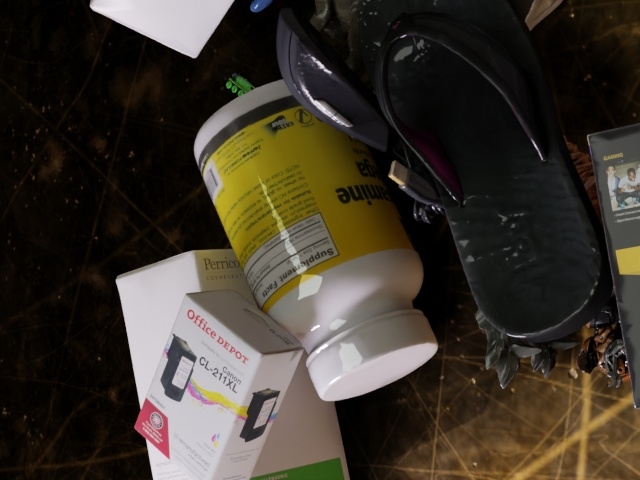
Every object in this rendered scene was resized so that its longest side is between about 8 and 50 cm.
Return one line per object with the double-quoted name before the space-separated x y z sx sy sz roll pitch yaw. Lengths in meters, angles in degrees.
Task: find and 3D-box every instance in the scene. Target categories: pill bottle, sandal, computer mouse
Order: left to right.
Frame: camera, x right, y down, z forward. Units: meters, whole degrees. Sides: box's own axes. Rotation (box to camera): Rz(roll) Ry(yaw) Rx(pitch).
"pill bottle" 0.000 0.000 1.438 0.188 0.188 0.334 -39 67 37
"computer mouse" 0.036 -0.116 1.328 0.060 0.262 0.184 -38 35 13
"sandal" 0.142 -0.116 1.217 0.167 0.107 0.445 -37 57 22

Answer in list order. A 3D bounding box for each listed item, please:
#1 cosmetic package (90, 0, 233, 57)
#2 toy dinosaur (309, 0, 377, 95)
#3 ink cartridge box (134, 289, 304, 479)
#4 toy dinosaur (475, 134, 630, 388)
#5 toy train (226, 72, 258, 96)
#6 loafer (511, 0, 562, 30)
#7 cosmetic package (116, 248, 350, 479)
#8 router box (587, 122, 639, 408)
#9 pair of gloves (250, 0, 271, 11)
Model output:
"cosmetic package" -0.120 -0.434 1.504 0.385 0.156 0.217 -50 30 35
"toy dinosaur" 0.063 -0.255 1.415 0.313 0.121 0.160 54 131 31
"ink cartridge box" -0.111 0.157 1.372 0.127 0.072 0.175 35 112 33
"toy dinosaur" 0.277 0.049 1.240 0.218 0.164 0.322 -26 55 26
"toy train" -0.090 -0.188 1.630 0.083 0.017 0.023 40 108 35
"loafer" 0.192 -0.229 1.340 0.148 0.050 0.056 -50 60 33
"cosmetic package" -0.099 0.199 1.536 0.155 0.197 0.365 -17 81 42
"router box" 0.399 0.000 1.073 0.309 0.081 0.243 -11 84 24
"pair of gloves" -0.027 -0.350 1.482 0.023 0.198 0.159 27 131 -9
